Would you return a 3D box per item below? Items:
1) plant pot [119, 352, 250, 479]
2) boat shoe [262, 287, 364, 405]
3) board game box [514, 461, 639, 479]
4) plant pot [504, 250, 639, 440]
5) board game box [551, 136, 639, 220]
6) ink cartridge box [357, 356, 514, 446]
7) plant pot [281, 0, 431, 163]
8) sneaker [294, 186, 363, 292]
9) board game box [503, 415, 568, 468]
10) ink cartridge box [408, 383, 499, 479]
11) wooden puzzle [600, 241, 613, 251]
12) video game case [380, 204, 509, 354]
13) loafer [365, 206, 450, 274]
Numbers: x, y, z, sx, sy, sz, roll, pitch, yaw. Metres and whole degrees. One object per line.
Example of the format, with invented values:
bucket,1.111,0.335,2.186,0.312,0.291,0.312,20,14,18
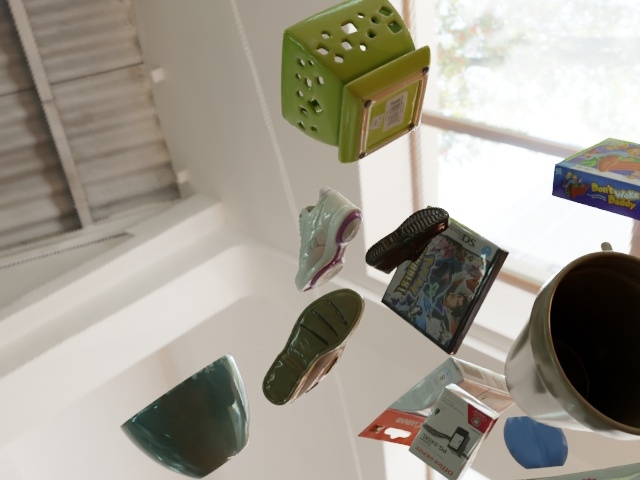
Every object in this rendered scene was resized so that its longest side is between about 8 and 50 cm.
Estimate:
plant pot,-0.270,0.413,1.685,0.290,0.195,0.290,-35,-6,-4
boat shoe,-0.005,0.220,1.604,0.302,0.113,0.103,-50,-23,14
board game box,0.466,0.461,1.247,0.303,0.224,0.098,50,-150,-50
plant pot,0.486,0.222,1.381,0.323,0.323,0.280,-41,-9,-28
board game box,0.704,-0.119,1.588,0.233,0.347,0.078,-25,-57,-36
ink cartridge box,0.343,0.508,2.185,0.308,0.091,0.385,24,-61,-42
plant pot,0.074,-0.294,1.414,0.227,0.207,0.228,-30,-29,-22
sneaker,0.000,0.000,1.911,0.114,0.152,0.305,-14,-38,-46
board game box,0.525,0.501,1.860,0.168,0.133,0.033,-1,-36,-15
ink cartridge box,0.254,0.369,1.441,0.150,0.109,0.063,-62,-23,9
wooden puzzle,0.759,0.144,1.880,0.239,0.044,0.221,51,-152,-50
video game case,0.286,0.089,1.783,0.035,0.248,0.275,12,-72,-44
loafer,0.206,0.003,1.716,0.220,0.080,0.078,-33,-57,20
